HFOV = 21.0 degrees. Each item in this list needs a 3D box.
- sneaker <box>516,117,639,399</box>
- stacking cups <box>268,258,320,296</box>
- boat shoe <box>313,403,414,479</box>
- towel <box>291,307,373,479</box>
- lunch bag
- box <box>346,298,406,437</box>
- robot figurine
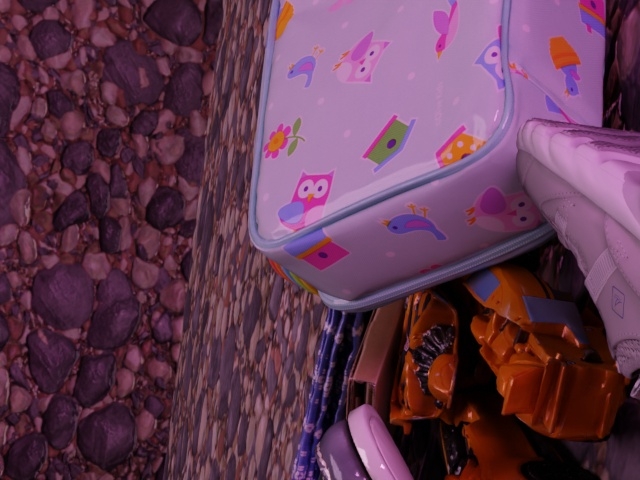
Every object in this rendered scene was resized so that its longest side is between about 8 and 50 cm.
[{"bbox_3d":[0.150,0.016,0.800,0.281,0.105,0.115,-119,38,-71],"label":"sneaker"},{"bbox_3d":[0.000,0.000,1.640,0.316,0.096,0.096,-162,79,-82],"label":"stacking cups"},{"bbox_3d":[0.027,0.203,1.041,0.319,0.099,0.116,72,175,-60],"label":"boat shoe"},{"bbox_3d":[0.045,0.062,1.289,0.243,0.040,0.336,-38,-38,-70],"label":"towel"},{"bbox_3d":[0.060,-0.102,1.058,0.224,0.108,0.279,-26,42,35],"label":"lunch bag"},{"bbox_3d":[0.055,0.071,1.223,0.164,0.021,0.201,90,-164,-49],"label":"box"},{"bbox_3d":[0.104,0.090,1.034,0.291,0.085,0.211,-121,39,-72],"label":"robot figurine"}]
